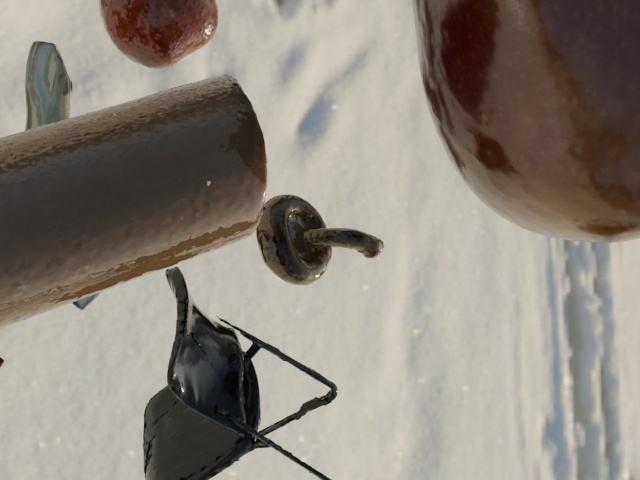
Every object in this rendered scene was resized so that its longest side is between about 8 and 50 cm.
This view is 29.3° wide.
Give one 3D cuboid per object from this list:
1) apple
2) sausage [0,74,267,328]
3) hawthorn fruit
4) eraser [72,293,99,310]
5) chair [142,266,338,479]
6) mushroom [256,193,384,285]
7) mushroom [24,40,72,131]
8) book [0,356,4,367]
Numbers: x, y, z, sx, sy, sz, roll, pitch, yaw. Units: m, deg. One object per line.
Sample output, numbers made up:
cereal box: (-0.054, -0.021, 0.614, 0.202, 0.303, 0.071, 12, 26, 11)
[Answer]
apple: (0.206, -0.146, 0.858, 0.317, 0.288, 0.288, 60, 42, -24)
sausage: (-0.150, -0.029, 0.836, 0.252, 0.123, 0.123, -21, 106, -26)
hawthorn fruit: (-0.258, -0.371, 1.875, 0.179, 0.179, 0.200, -59, 137, -41)
eraser: (-0.230, -0.073, 1.670, 0.096, 0.098, 0.404, 42, 44, -6)
chair: (-0.094, 0.147, 1.004, 0.221, 0.145, 0.140, 45, 21, -35)
mushroom: (-0.004, 0.007, 1.211, 0.073, 0.129, 0.088, 111, -9, -48)
mushroom: (-0.389, -0.173, 1.715, 0.071, 0.084, 0.209, -60, 157, -81)
book: (-0.531, 0.136, 1.567, 0.232, 0.022, 0.162, 42, 32, -13)
